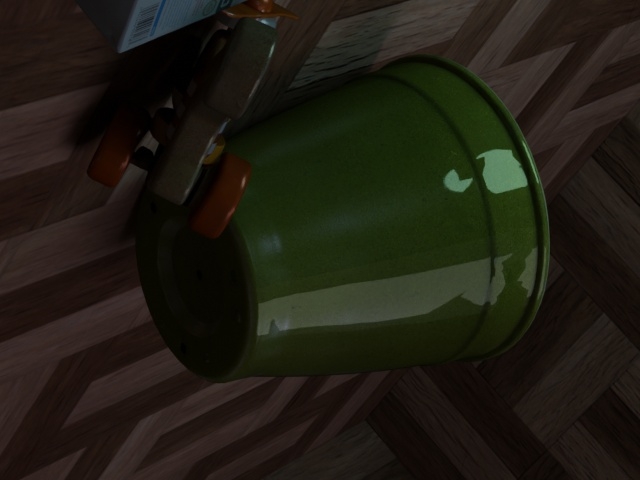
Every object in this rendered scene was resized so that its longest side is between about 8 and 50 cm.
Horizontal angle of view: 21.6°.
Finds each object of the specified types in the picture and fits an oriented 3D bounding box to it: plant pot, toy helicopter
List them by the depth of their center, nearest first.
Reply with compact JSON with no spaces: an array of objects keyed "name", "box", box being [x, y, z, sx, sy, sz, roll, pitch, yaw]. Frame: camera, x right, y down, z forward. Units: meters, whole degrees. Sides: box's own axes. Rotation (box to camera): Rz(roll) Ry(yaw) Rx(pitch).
[{"name":"toy helicopter","box":[-0.085,-0.144,1.496,0.235,0.140,0.355,-64,-170,-10]},{"name":"plant pot","box":[0.000,0.000,1.859,0.353,0.366,0.366,-15,152,-34]}]

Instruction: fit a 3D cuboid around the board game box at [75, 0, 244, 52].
[{"name":"board game box","box":[-0.044,-0.297,1.325,0.303,0.097,0.224,-27,160,-37]}]
